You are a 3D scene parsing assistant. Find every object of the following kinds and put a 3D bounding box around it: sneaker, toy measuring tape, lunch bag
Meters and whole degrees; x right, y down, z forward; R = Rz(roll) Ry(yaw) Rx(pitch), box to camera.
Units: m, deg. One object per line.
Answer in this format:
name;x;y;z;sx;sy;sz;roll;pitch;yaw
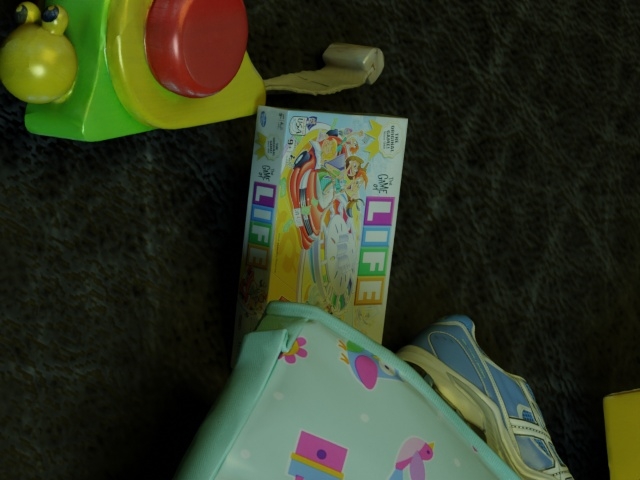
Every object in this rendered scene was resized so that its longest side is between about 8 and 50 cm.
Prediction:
sneaker;0.124;0.136;1.129;0.211;0.080;0.081;53;47;-16
toy measuring tape;-0.063;-0.130;1.032;0.330;0.121;0.121;-17;85;-53
lunch bag;0.008;0.190;0.932;0.262;0.160;0.223;52;45;-24

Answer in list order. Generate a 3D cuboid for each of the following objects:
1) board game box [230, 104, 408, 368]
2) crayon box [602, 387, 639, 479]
board game box;0.000;0.000;1.055;0.103;0.026;0.154;-1;100;-46
crayon box;0.271;0.226;1.201;0.203;0.083;0.323;33;50;-53
